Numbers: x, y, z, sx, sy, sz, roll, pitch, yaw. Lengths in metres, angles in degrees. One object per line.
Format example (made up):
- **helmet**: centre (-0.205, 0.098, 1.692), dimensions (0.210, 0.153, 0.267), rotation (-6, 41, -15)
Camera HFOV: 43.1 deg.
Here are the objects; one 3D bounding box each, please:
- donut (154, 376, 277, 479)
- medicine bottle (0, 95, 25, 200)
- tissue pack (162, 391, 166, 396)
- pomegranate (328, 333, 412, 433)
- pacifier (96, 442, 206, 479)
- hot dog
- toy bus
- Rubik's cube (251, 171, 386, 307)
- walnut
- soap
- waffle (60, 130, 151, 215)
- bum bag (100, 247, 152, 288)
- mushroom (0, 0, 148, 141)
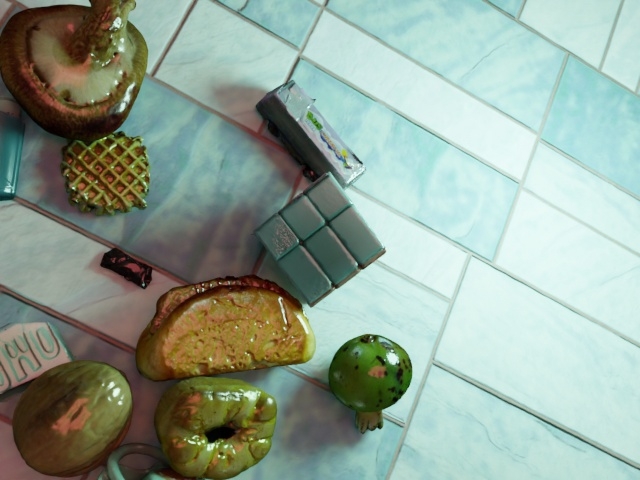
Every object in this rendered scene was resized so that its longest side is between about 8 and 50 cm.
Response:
- **donut**: centre (-0.226, 0.395, 1.715), dimensions (0.261, 0.128, 0.208), rotation (17, 92, -34)
- **medicine bottle**: centre (-0.732, -0.197, 1.811), dimensions (0.124, 0.079, 0.258), rotation (9, 73, -17)
- **tissue pack**: centre (-0.269, 0.394, 1.833), dimensions (0.176, 0.062, 0.095), rotation (7, 74, -18)
- **pomegranate**: centre (0.119, 0.341, 1.929), dimensions (0.202, 0.202, 0.248), rotation (-9, 110, -21)
- **pacifier**: centre (-0.369, 0.580, 1.679), dimensions (0.269, 0.343, 0.288), rotation (-41, 60, 13)
- **hot dog**: centre (-0.216, 0.192, 1.836), dimensions (0.405, 0.185, 0.223), rotation (-3, 79, -21)
- **toy bus**: centre (-0.024, -0.258, 2.040), dimensions (0.112, 0.138, 0.317), rotation (-42, 94, -24)
- **Rubik's cube**: centre (0.000, 0.000, 1.901), dimensions (0.224, 0.221, 0.231), rotation (-37, 89, 2)
- **walnut**: centre (-0.505, 0.362, 1.672), dimensions (0.225, 0.225, 0.261), rotation (47, 64, -3)
- **soap**: centre (-0.650, 0.253, 1.721), dimensions (0.230, 0.091, 0.145), rotation (-29, 87, -22)
- **waffle**: centre (-0.501, -0.162, 1.895), dimensions (0.208, 0.054, 0.214), rotation (1, 78, -16)
- **bum bag**: centre (-0.445, 0.062, 1.869), dimensions (0.124, 0.034, 0.058), rotation (32, 78, -9)
- **mushroom**: centre (-0.549, -0.410, 1.820), dimensions (0.345, 0.259, 0.345), rotation (9, 66, -22)
